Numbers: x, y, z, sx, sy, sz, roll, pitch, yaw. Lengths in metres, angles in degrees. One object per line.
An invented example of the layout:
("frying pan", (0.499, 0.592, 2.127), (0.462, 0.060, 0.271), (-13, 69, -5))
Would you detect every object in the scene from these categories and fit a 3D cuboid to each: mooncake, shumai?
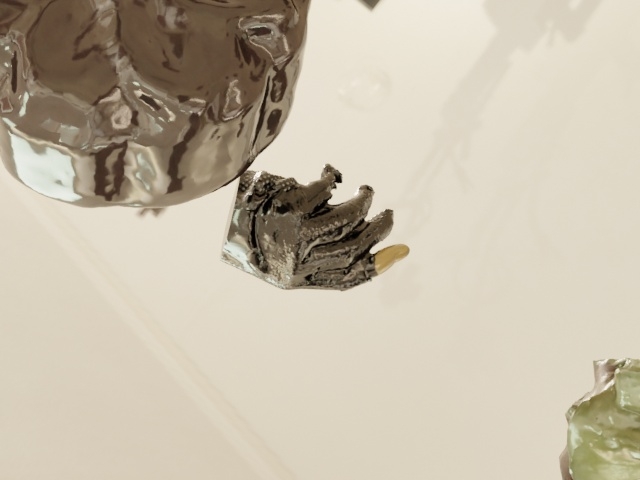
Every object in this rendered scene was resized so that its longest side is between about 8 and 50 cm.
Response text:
("mooncake", (-0.146, -0.166, 0.811), (0.283, 0.283, 0.141), (40, 153, 14))
("shumai", (0.324, 0.156, 0.953), (0.218, 0.189, 0.256), (7, -174, 3))

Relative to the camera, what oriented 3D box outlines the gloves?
("gloves", (0.001, -0.001, 1.035), (0.181, 0.129, 0.106), (12, -158, -7))
